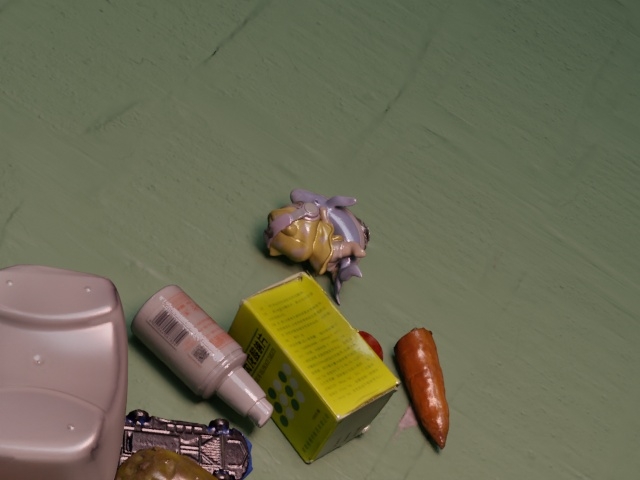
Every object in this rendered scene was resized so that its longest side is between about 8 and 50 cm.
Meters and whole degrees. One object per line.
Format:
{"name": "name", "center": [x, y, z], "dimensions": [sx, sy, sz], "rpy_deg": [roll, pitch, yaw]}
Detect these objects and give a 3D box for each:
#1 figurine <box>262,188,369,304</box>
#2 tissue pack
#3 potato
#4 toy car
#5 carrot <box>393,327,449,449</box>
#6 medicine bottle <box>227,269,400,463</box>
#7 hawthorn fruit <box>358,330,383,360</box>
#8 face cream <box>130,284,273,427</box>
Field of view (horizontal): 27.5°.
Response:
{"name": "figurine", "center": [0.000, 0.000, 2.199], "dimensions": [0.184, 0.128, 0.208], "rpy_deg": [-10, 61, -32]}
{"name": "tissue pack", "center": [-0.373, 0.217, 1.734], "dimensions": [0.229, 0.236, 0.333], "rpy_deg": [6, 47, -8]}
{"name": "potato", "center": [-0.177, 0.384, 1.747], "dimensions": [0.251, 0.113, 0.149], "rpy_deg": [45, 79, -9]}
{"name": "toy car", "center": [-0.201, 0.303, 1.855], "dimensions": [0.216, 0.063, 0.103], "rpy_deg": [10, 53, -20]}
{"name": "carrot", "center": [0.171, 0.243, 2.107], "dimensions": [0.072, 0.072, 0.205], "rpy_deg": [5, 52, -24]}
{"name": "medicine bottle", "center": [-0.022, 0.191, 1.999], "dimensions": [0.141, 0.137, 0.250], "rpy_deg": [-26, 66, -36]}
{"name": "hawthorn fruit", "center": [0.059, 0.186, 2.090], "dimensions": [0.093, 0.093, 0.093], "rpy_deg": [15, 46, -15]}
{"name": "face cream", "center": [-0.166, 0.182, 1.960], "dimensions": [0.251, 0.101, 0.101], "rpy_deg": [42, 45, 12]}
